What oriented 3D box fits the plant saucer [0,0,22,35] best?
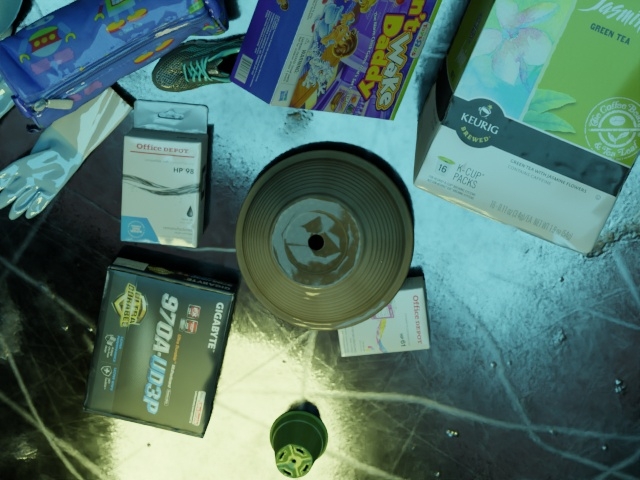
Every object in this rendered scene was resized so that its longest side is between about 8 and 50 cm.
[{"bbox_3d":[-0.469,-0.340,1.754,0.195,0.037,0.195,1,107,3],"label":"plant saucer"}]

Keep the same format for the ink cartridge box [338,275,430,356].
[{"bbox_3d":[0.084,0.102,1.837,0.122,0.052,0.088,-7,105,5],"label":"ink cartridge box"}]

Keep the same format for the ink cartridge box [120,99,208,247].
[{"bbox_3d":[-0.205,-0.088,1.797,0.104,0.060,0.180,5,107,3],"label":"ink cartridge box"}]

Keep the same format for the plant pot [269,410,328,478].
[{"bbox_3d":[-0.033,0.288,1.888,0.083,0.079,0.083,1,106,4],"label":"plant pot"}]

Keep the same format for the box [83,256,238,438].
[{"bbox_3d":[-0.220,0.146,1.874,0.175,0.051,0.220,13,107,0],"label":"box"}]

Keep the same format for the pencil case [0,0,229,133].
[{"bbox_3d":[-0.260,-0.250,1.702,0.306,0.133,0.119,-27,136,5],"label":"pencil case"}]

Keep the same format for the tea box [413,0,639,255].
[{"bbox_3d":[0.266,-0.205,1.587,0.220,0.329,0.323,21,108,-2],"label":"tea box"}]

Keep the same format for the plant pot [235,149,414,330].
[{"bbox_3d":[0.000,0.000,1.755,0.237,0.110,0.237,0,91,8],"label":"plant pot"}]

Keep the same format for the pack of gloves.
[{"bbox_3d":[-0.392,-0.157,1.810,0.195,0.046,0.232,43,98,-4],"label":"pack of gloves"}]

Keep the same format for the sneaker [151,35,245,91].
[{"bbox_3d":[-0.139,-0.225,1.743,0.166,0.076,0.065,-14,104,8],"label":"sneaker"}]

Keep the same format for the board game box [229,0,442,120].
[{"bbox_3d":[0.053,-0.323,1.622,0.078,0.233,0.347,34,112,36],"label":"board game box"}]
